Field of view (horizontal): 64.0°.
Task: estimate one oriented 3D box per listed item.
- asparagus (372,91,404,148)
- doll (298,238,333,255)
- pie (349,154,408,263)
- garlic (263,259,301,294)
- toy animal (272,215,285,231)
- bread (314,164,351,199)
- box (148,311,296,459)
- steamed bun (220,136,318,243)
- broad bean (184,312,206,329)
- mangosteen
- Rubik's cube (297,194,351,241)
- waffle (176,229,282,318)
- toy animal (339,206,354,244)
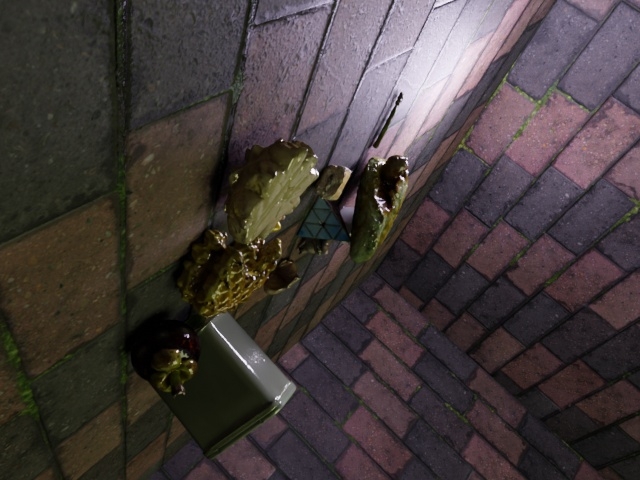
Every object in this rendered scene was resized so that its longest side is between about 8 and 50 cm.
[{"bbox_3d":[0.237,-0.414,1.776,0.024,0.025,0.249,6,141,-18],"label":"asparagus"},{"bbox_3d":[0.000,0.000,1.981,0.149,0.095,0.192,-45,-168,-22],"label":"doll"},{"bbox_3d":[0.206,-0.110,1.965,0.395,0.180,0.419,22,88,-82],"label":"pie"},{"bbox_3d":[-0.152,0.144,1.996,0.174,0.099,0.124,-35,-179,-30],"label":"garlic"},{"bbox_3d":[-0.142,-0.075,1.427,0.114,0.091,0.082,-35,147,-38],"label":"toy animal"},{"bbox_3d":[0.040,-0.192,1.672,0.125,0.082,0.106,-61,174,10],"label":"bread"},{"bbox_3d":[-0.321,0.454,1.621,0.352,0.344,0.177,-40,-179,23],"label":"box"},{"bbox_3d":[-0.132,-0.128,1.210,0.295,0.137,0.292,-45,166,-36],"label":"steamed bun"},{"bbox_3d":[-0.448,0.304,1.582,0.256,0.052,0.053,-42,168,-24],"label":"broad bean"},{"bbox_3d":[-0.413,0.329,1.410,0.192,0.217,0.192,-26,144,-21],"label":"mangosteen"},{"bbox_3d":[0.002,-0.040,1.870,0.178,0.191,0.211,-33,164,12],"label":"Rubik's cube"},{"bbox_3d":[-0.249,0.084,1.409,0.261,0.151,0.324,-54,164,9],"label":"waffle"},{"bbox_3d":[0.094,-0.041,2.191,0.130,0.103,0.221,-42,164,-30],"label":"toy animal"}]
